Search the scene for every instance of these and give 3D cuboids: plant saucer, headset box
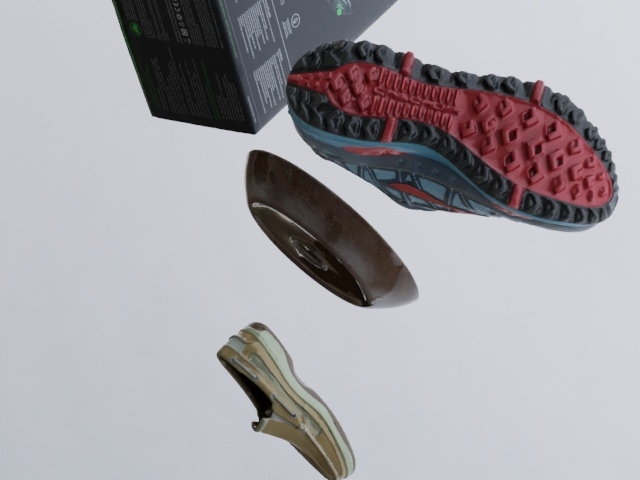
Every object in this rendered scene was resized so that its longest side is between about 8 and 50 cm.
[{"bbox_3d":[0.000,0.000,1.667,0.198,0.036,0.198,38,-14,11],"label":"plant saucer"},{"bbox_3d":[-0.058,-0.280,1.756,0.131,0.283,0.246,12,-46,35],"label":"headset box"}]

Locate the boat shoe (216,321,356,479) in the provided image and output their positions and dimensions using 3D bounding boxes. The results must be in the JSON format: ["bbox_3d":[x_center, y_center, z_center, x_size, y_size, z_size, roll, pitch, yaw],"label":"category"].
[{"bbox_3d":[-0.041,0.179,1.954,0.190,0.072,0.068,53,-32,2],"label":"boat shoe"}]

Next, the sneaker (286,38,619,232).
[{"bbox_3d":[0.102,-0.072,1.446,0.262,0.104,0.125,22,-19,7],"label":"sneaker"}]
